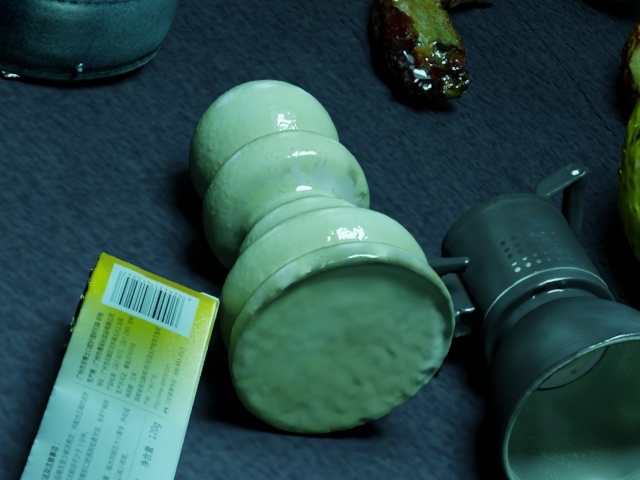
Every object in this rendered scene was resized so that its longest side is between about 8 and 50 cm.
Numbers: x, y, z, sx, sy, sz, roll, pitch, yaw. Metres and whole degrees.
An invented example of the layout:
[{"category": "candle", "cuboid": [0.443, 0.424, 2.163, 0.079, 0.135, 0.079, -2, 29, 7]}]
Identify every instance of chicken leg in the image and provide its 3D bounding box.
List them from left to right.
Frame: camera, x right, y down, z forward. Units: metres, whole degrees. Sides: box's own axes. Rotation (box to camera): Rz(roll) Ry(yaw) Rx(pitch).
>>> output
[{"category": "chicken leg", "cuboid": [0.098, -0.193, 1.546, 0.106, 0.051, 0.253, 33, 35, -3]}]

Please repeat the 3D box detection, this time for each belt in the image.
[{"category": "belt", "cuboid": [-0.202, -0.235, 1.348, 0.206, 0.116, 0.267, 7, 43, -19]}]

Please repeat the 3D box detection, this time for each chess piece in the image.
[{"category": "chess piece", "cuboid": [-0.016, -0.011, 1.185, 0.144, 0.144, 0.251, 9, 35, -24]}]

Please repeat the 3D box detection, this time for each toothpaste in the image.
[{"category": "toothpaste", "cuboid": [-0.124, 0.134, 0.988, 0.089, 0.071, 0.313, 24, 36, -9]}]

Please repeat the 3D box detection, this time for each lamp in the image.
[{"category": "lamp", "cuboid": [0.141, 0.054, 1.218, 0.172, 0.147, 0.227, -13, 39, -12]}]

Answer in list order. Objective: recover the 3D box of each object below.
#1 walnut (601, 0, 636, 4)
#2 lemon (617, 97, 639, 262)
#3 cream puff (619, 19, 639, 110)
[{"category": "walnut", "cuboid": [0.261, -0.314, 1.737, 0.137, 0.137, 0.245, 5, 39, -28]}, {"category": "lemon", "cuboid": [0.365, -0.053, 1.371, 0.310, 0.258, 0.258, -18, 55, -41]}, {"category": "cream puff", "cuboid": [0.323, -0.133, 1.586, 0.149, 0.084, 0.149, 14, 39, -12]}]
